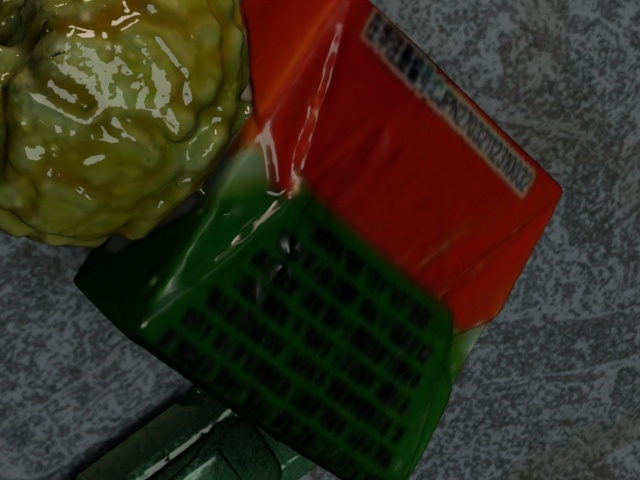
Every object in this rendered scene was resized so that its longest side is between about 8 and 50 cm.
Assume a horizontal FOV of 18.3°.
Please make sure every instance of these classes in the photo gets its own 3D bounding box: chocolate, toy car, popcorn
[{"bbox_3d":[0.000,0.000,1.736,0.360,0.161,0.341,39,78,-41],"label":"chocolate"},{"bbox_3d":[-0.136,0.235,1.878,0.320,0.097,0.141,-36,127,-8],"label":"toy car"},{"bbox_3d":[-0.181,-0.132,1.553,0.282,0.282,0.247,-44,114,-1],"label":"popcorn"}]
